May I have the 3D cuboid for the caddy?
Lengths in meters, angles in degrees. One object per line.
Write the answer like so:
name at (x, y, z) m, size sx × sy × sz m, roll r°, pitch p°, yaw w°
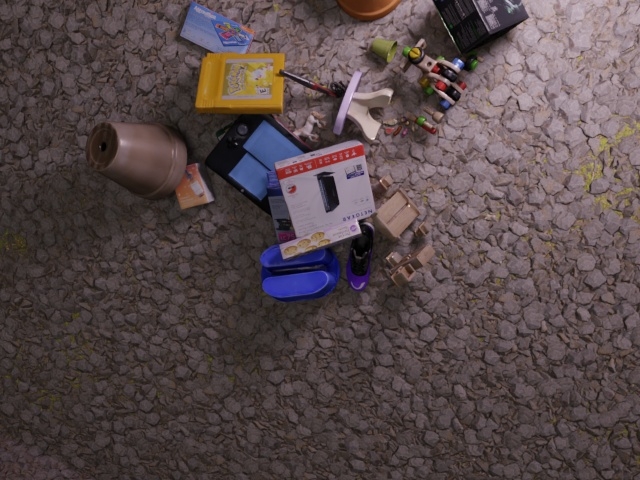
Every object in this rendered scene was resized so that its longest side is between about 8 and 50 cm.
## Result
caddy at (-0.093, 0.128, 1.926) m, size 0.342 × 0.179 × 0.241 m, roll -7°, pitch 77°, yaw 8°

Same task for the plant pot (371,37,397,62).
plant pot at (0.238, -0.728, 1.748) m, size 0.079 × 0.083 × 0.083 m, roll 28°, pitch 105°, yaw 16°

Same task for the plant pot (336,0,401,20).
plant pot at (0.171, -0.963, 1.640) m, size 0.291 × 0.203 × 0.290 m, roll 2°, pitch 101°, yaw 8°

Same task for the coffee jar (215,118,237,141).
coffee jar at (-0.328, -0.454, 1.880) m, size 0.184 × 0.096 × 0.079 m, roll -27°, pitch 99°, yaw 13°

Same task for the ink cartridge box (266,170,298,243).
ink cartridge box at (-0.110, -0.138, 1.885) m, size 0.186 × 0.065 × 0.311 m, roll -5°, pitch 116°, yaw 8°

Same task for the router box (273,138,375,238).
router box at (0.024, -0.197, 1.777) m, size 0.336 × 0.082 × 0.301 m, roll -17°, pitch 119°, yaw -2°

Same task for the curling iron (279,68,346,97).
curling iron at (-0.028, -0.613, 1.781) m, size 0.274 × 0.035 × 0.068 m, roll 10°, pitch 109°, yaw -17°

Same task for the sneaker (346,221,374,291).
sneaker at (0.156, 0.077, 1.886) m, size 0.102 × 0.146 × 0.293 m, roll 7°, pitch 102°, yaw 7°

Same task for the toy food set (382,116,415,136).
toy food set at (0.309, -0.446, 1.818) m, size 0.122 × 0.019 × 0.077 m, roll -7°, pitch 100°, yaw 10°

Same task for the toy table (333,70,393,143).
toy table at (0.164, -0.496, 1.729) m, size 0.161 × 0.252 × 0.274 m, roll 21°, pitch 79°, yaw 2°

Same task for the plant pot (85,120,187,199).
plant pot at (-0.748, -0.337, 1.827) m, size 0.323 × 0.280 × 0.323 m, roll -2°, pitch 85°, yaw 28°

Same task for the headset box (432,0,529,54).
headset box at (0.551, -0.812, 1.581) m, size 0.283 × 0.131 × 0.246 m, roll -34°, pitch 97°, yaw -30°

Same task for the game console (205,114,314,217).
game console at (-0.220, -0.311, 1.857) m, size 0.387 × 0.060 × 0.342 m, roll 39°, pitch 109°, yaw -15°

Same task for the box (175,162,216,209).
box at (-0.543, -0.232, 1.963) m, size 0.130 × 0.091 × 0.170 m, roll -15°, pitch 99°, yaw 12°

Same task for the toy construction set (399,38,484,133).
toy construction set at (0.392, -0.583, 1.704) m, size 0.237 × 0.257 × 0.308 m, roll 38°, pitch 125°, yaw 18°

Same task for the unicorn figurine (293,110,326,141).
unicorn figurine at (-0.048, -0.447, 1.862) m, size 0.111 × 0.060 × 0.161 m, roll 30°, pitch 91°, yaw 12°

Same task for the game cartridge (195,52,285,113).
game cartridge at (-0.300, -0.605, 1.762) m, size 0.324 × 0.052 × 0.285 m, roll 0°, pitch 63°, yaw -2°

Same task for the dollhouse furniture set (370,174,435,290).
dollhouse furniture set at (0.254, -0.025, 1.815) m, size 0.355 × 0.303 × 0.174 m, roll 50°, pitch 142°, yaw -2°

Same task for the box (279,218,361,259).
box at (0.000, 0.000, 1.809) m, size 0.324 × 0.063 × 0.067 m, roll -18°, pitch 77°, yaw 6°

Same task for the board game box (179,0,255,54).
board game box at (-0.414, -0.828, 1.851) m, size 0.281 × 0.027 × 0.145 m, roll 27°, pitch 106°, yaw 3°
